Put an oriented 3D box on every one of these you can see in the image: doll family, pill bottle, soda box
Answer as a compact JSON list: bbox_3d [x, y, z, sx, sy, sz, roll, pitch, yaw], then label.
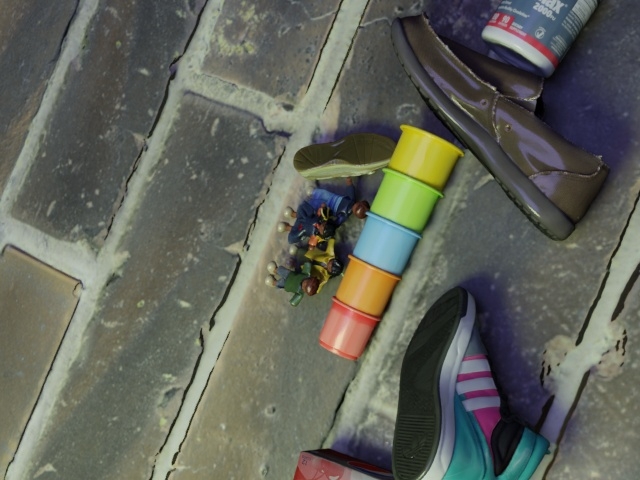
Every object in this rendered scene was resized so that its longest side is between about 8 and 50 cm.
[{"bbox_3d":[0.000,0.000,1.250,0.111,0.076,0.193,12,89,46],"label":"doll family"},{"bbox_3d":[0.299,-0.312,1.157,0.108,0.108,0.180,35,95,27],"label":"pill bottle"},{"bbox_3d":[0.094,0.342,1.127,0.263,0.092,0.084,15,86,27],"label":"soda box"}]

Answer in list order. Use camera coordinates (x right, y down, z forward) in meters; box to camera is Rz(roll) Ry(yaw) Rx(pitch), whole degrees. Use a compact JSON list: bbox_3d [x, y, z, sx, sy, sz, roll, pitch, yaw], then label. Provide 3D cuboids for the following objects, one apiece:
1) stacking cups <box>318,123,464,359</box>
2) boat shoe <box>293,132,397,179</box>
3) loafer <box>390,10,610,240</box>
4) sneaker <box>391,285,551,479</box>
[{"bbox_3d":[0.081,0.003,1.206,0.096,0.096,0.316,28,94,27],"label":"stacking cups"},{"bbox_3d":[0.039,-0.114,1.280,0.153,0.048,0.056,-10,63,16],"label":"boat shoe"},{"bbox_3d":[0.231,-0.169,1.158,0.130,0.134,0.366,-40,75,8],"label":"loafer"},{"bbox_3d":[0.197,0.205,1.095,0.124,0.178,0.296,-39,23,42],"label":"sneaker"}]
